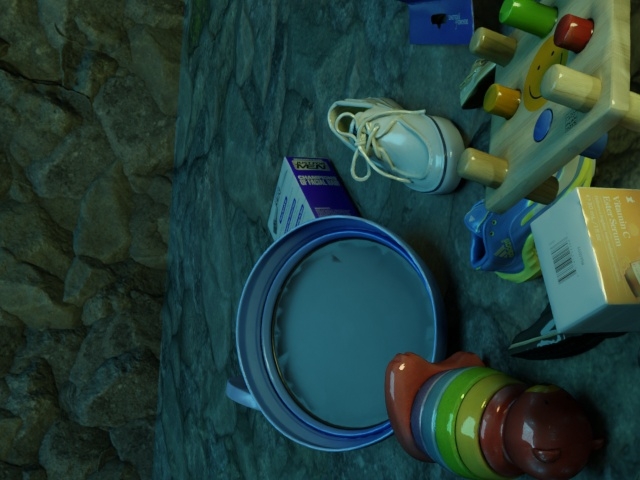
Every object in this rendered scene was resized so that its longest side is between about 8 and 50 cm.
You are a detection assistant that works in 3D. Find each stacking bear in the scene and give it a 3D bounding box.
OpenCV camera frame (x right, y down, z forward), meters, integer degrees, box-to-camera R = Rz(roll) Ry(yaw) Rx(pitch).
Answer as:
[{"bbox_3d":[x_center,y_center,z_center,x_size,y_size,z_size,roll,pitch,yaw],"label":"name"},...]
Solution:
[{"bbox_3d":[0.236,0.242,1.219,0.289,0.175,0.164,-2,86,60],"label":"stacking bear"}]

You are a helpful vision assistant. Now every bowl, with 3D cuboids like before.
[{"bbox_3d":[0.035,0.154,1.545,0.391,0.077,0.392,-4,82,32],"label":"bowl"}]

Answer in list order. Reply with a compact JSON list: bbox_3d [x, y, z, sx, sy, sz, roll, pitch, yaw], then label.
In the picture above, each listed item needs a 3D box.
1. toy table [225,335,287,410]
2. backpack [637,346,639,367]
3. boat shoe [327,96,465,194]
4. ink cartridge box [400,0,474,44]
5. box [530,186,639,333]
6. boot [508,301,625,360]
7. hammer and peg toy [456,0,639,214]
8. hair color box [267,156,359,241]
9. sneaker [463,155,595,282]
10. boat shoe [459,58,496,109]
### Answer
[{"bbox_3d":[-0.043,0.248,1.780,0.252,0.274,0.161,-19,-61,-80],"label":"toy table"},{"bbox_3d":[0.410,0.012,0.728,0.276,0.213,0.264,-11,88,61],"label":"backpack"},{"bbox_3d":[0.098,-0.173,1.539,0.367,0.156,0.136,-131,46,-58],"label":"boat shoe"},{"bbox_3d":[0.158,-0.460,1.423,0.303,0.072,0.308,-138,47,-73],"label":"ink cartridge box"},{"bbox_3d":[0.328,0.022,0.967,0.091,0.170,0.130,129,136,-58],"label":"box"},{"bbox_3d":[0.310,0.067,1.156,0.198,0.076,0.137,-32,54,48],"label":"boot"},{"bbox_3d":[0.281,-0.203,0.997,0.361,0.127,0.266,133,151,-60],"label":"hammer and peg toy"},{"bbox_3d":[0.000,0.000,1.837,0.339,0.110,0.185,-117,34,-45],"label":"hair color box"},{"bbox_3d":[0.262,-0.045,1.184,0.091,0.126,0.240,-122,39,-52],"label":"sneaker"},{"bbox_3d":[0.239,-0.242,1.344,0.135,0.050,0.045,133,128,-58],"label":"boat shoe"}]
